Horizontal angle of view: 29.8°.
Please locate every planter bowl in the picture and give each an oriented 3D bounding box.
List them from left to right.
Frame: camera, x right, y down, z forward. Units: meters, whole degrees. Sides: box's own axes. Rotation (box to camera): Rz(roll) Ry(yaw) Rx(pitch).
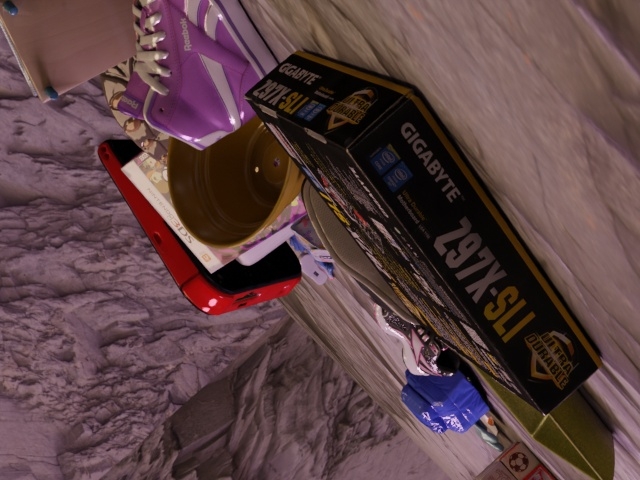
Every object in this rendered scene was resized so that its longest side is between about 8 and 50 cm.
[{"bbox_3d":[-0.078,-0.095,1.407,0.090,0.217,0.217,6,-151,-46],"label":"planter bowl"}]

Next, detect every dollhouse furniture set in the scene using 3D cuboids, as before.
[{"bbox_3d":[-0.328,-0.288,1.281,0.198,0.286,0.303,41,159,49],"label":"dollhouse furniture set"}]

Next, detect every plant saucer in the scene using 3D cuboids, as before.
[{"bbox_3d":[0.229,0.159,1.279,0.188,0.045,0.188,50,173,-16],"label":"plant saucer"}]

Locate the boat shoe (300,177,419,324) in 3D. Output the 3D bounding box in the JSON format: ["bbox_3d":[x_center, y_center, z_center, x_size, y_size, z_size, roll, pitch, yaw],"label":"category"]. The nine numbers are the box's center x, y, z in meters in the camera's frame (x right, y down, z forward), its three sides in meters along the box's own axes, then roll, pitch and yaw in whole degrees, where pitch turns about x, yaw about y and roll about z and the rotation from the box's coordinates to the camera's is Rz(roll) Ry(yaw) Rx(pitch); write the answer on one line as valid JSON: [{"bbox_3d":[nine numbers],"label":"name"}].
[{"bbox_3d":[0.048,0.007,1.410,0.233,0.084,0.079,49,170,-24],"label":"boat shoe"}]

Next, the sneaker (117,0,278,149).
[{"bbox_3d":[-0.161,-0.207,1.217,0.282,0.161,0.102,54,173,-34],"label":"sneaker"}]

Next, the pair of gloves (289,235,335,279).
[{"bbox_3d":[-0.037,0.002,2.215,0.198,0.023,0.159,46,173,27],"label":"pair of gloves"}]

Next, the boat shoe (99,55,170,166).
[{"bbox_3d":[-0.218,-0.254,1.515,0.355,0.132,0.130,61,-150,-23],"label":"boat shoe"}]

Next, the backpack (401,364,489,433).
[{"bbox_3d":[0.180,0.227,1.756,0.120,0.101,0.098,44,-177,-46],"label":"backpack"}]

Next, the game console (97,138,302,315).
[{"bbox_3d":[-0.200,-0.035,2.113,0.342,0.060,0.386,53,-160,10],"label":"game console"}]

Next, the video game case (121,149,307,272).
[{"bbox_3d":[-0.146,-0.082,1.723,0.232,0.042,0.210,-30,105,38],"label":"video game case"}]

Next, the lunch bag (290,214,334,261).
[{"bbox_3d":[0.000,0.000,1.832,0.083,0.053,0.071,37,172,15],"label":"lunch bag"}]

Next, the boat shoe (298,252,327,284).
[{"bbox_3d":[-0.021,0.049,2.337,0.035,0.035,0.100,40,176,40],"label":"boat shoe"}]

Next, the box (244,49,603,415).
[{"bbox_3d":[0.087,-0.013,1.083,0.322,0.079,0.257,52,175,-25],"label":"box"}]

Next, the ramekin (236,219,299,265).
[{"bbox_3d":[-0.148,-0.090,1.914,0.277,0.135,0.277,47,173,7],"label":"ramekin"}]

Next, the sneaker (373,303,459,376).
[{"bbox_3d":[0.139,0.118,1.615,0.077,0.072,0.178,10,147,42],"label":"sneaker"}]

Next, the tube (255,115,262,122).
[{"bbox_3d":[-0.107,-0.193,1.463,0.207,0.052,0.080,45,179,-23],"label":"tube"}]

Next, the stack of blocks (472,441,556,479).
[{"bbox_3d":[0.332,0.423,1.937,0.171,0.087,0.297,47,173,11],"label":"stack of blocks"}]

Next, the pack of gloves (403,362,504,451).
[{"bbox_3d":[0.199,0.247,1.923,0.232,0.046,0.195,49,173,33],"label":"pack of gloves"}]
